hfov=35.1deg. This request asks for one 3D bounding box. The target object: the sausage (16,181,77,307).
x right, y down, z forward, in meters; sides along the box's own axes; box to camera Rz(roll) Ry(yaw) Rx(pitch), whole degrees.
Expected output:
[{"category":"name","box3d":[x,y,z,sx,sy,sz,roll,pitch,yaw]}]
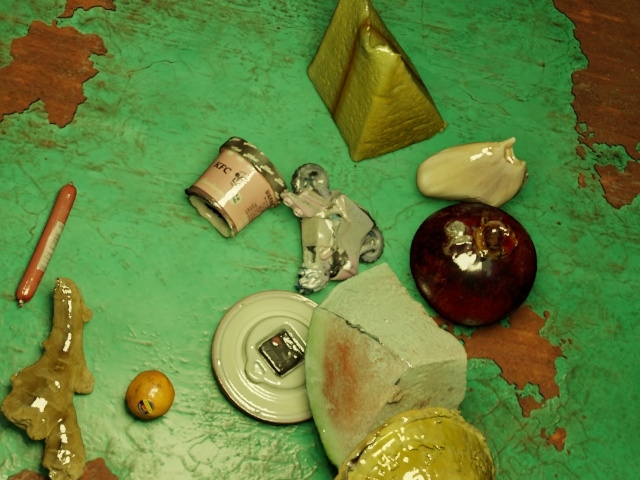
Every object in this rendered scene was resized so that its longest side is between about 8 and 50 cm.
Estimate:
[{"category":"sausage","box3d":[-0.476,0.004,1.765,0.034,0.034,0.253,20,63,-5]}]

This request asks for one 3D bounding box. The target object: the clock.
[{"category":"clock","box3d":[-0.070,0.201,1.770,0.244,0.056,0.244,5,66,-12]}]

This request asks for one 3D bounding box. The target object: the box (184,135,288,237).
[{"category":"box","box3d":[-0.157,-0.090,1.831,0.151,0.151,0.135,44,73,7]}]

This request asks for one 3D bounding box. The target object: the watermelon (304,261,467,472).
[{"category":"watermelon","box3d":[0.127,0.218,1.676,0.228,0.258,0.387,9,74,-49]}]

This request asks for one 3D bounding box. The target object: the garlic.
[{"category":"garlic","box3d":[0.292,-0.113,1.911,0.217,0.228,0.110,3,73,-10]}]

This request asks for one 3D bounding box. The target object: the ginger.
[{"category":"ginger","box3d":[-0.433,0.226,1.650,0.147,0.081,0.334,12,65,-14]}]

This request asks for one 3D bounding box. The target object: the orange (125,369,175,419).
[{"category":"orange","box3d":[-0.282,0.255,1.678,0.083,0.083,0.084,5,66,-12]}]

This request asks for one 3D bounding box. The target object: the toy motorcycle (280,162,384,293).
[{"category":"toy motorcycle","box3d":[0.003,0.000,1.834,0.239,0.108,0.204,39,69,-13]}]

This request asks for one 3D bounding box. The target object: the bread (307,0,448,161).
[{"category":"bread","box3d":[0.138,-0.342,1.895,0.244,0.362,0.233,-20,73,-19]}]

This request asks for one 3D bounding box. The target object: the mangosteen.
[{"category":"mangosteen","box3d":[0.286,0.026,1.824,0.235,0.261,0.236,4,66,-10]}]

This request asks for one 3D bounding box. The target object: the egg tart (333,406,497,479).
[{"category":"egg tart","box3d":[0.167,0.431,1.610,0.341,0.132,0.341,-8,109,-24]}]
